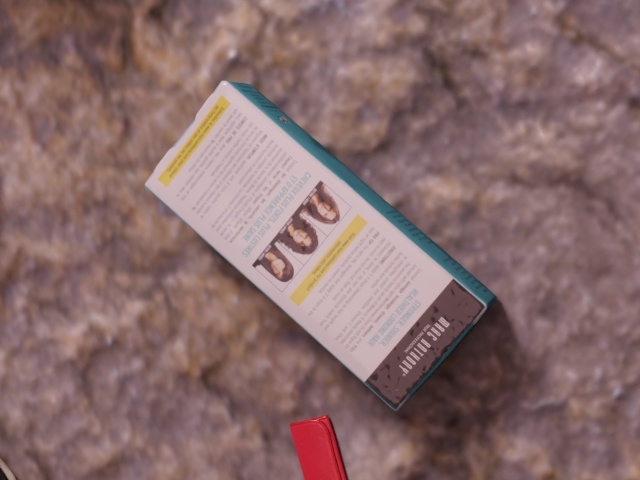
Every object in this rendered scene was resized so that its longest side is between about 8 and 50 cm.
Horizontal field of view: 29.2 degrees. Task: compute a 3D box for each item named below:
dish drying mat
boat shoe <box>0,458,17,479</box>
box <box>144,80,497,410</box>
[{"bbox_3d":[0.002,0.174,0.918,0.032,0.008,0.083,-16,90,17],"label":"dish drying mat"},{"bbox_3d":[-0.300,0.180,0.969,0.084,0.079,0.233,-23,90,15],"label":"boat shoe"},{"bbox_3d":[0.000,0.000,0.877,0.244,0.060,0.100,42,104,9],"label":"box"}]
